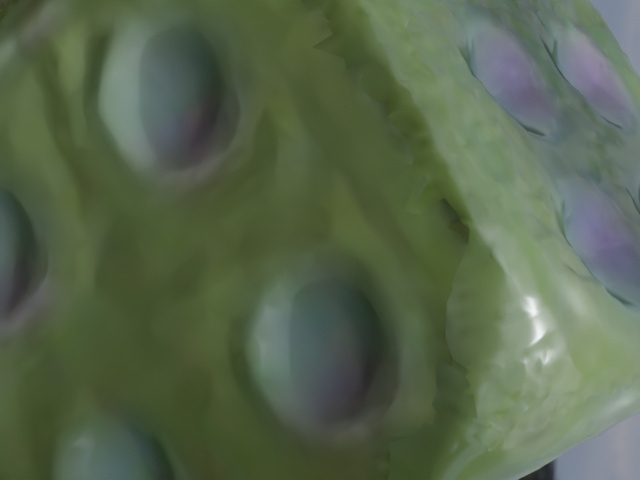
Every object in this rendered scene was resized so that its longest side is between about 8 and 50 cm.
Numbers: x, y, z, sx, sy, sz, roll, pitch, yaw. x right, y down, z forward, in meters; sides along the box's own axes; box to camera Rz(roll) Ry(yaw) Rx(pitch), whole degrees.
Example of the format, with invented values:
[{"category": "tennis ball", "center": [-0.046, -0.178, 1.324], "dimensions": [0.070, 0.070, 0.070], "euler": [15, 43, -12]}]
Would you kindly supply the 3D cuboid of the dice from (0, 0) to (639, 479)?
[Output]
[{"category": "dice", "center": [0.000, 0.000, 0.719], "dimensions": [0.252, 0.249, 0.254], "euler": [61, 28, 8]}]
